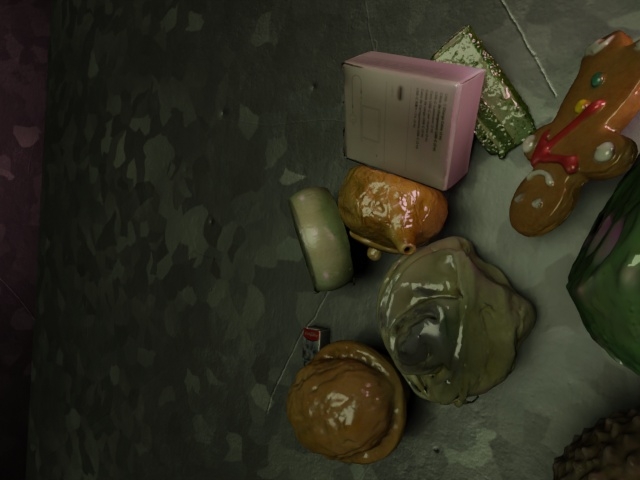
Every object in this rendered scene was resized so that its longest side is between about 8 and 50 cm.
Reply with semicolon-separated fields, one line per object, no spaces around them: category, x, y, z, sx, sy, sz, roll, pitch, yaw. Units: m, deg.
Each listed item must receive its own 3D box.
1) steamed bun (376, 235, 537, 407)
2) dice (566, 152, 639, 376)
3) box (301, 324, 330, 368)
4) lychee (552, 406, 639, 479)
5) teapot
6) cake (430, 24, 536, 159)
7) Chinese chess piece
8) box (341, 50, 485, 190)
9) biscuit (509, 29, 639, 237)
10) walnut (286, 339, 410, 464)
steamed bun;0.210;0.148;0.758;0.268;0.207;0.280;-49;60;25
dice;0.497;0.020;0.454;0.330;0.322;0.319;26;108;22
box;-0.014;0.320;1.020;0.055;0.039;0.218;2;90;38
lychee;0.449;0.394;0.464;0.380;0.380;0.432;28;65;33
teapot;0.124;-0.043;0.809;0.311;0.203;0.167;-120;48;-73
cake;0.312;-0.277;0.802;0.100;0.099;0.235;-35;90;30
Chinese chess piece;0.000;0.000;0.907;0.092;0.238;0.238;-16;76;-6
box;0.165;-0.236;0.811;0.251;0.106;0.203;28;137;35
biscuit;0.395;-0.162;0.648;0.340;0.047;0.216;-62;13;17
walnut;0.061;0.327;0.850;0.256;0.224;0.257;1;92;38
